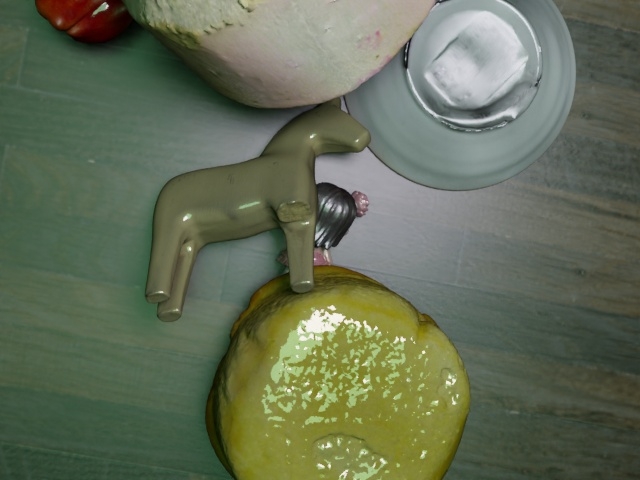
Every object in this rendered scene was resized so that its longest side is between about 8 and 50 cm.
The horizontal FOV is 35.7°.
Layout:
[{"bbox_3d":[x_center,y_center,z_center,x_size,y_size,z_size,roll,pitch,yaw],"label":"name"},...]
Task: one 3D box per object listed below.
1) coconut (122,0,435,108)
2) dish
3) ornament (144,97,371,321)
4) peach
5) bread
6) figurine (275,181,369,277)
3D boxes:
[{"bbox_3d":[-0.036,-0.279,0.932,0.297,0.309,0.298,-7,72,22],"label":"coconut"},{"bbox_3d":[0.154,-0.183,1.050,0.260,0.085,0.260,0,91,-5],"label":"dish"},{"bbox_3d":[-0.059,-0.046,1.012,0.230,0.061,0.245,-11,49,13],"label":"ornament"},{"bbox_3d":[-0.234,-0.253,1.014,0.100,0.101,0.101,0,90,-5],"label":"peach"},{"bbox_3d":[0.016,0.162,1.007,0.269,0.148,0.270,-1,95,-9],"label":"bread"},{"bbox_3d":[0.000,0.000,1.055,0.072,0.054,0.129,23,91,-9],"label":"figurine"}]
